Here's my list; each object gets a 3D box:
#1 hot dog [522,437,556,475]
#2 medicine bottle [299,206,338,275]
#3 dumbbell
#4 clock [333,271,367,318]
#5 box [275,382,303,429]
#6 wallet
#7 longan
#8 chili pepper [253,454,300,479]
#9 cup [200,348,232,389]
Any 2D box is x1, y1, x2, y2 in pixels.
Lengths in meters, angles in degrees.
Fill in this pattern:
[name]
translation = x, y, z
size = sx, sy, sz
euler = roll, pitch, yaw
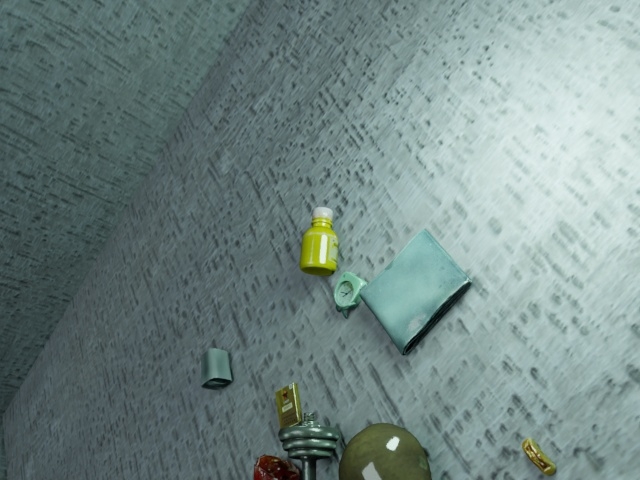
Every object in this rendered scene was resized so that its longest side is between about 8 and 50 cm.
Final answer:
[hot dog]
translation = 0.477, 0.476, 1.326
size = 0.030, 0.034, 0.090
euler = -54, 42, 15
[medicine bottle]
translation = 0.000, 0.000, 1.976
size = 0.122, 0.122, 0.212
euler = -13, 64, 43
[dumbbell]
translation = -0.030, 0.687, 1.671
size = 0.179, 0.179, 0.406
euler = -24, 57, 39
[clock]
translation = 0.085, 0.170, 1.873
size = 0.101, 0.041, 0.135
euler = 34, 100, 48
[box]
translation = -0.102, 0.535, 1.930
size = 0.090, 0.023, 0.133
euler = -35, 51, 31
[wallet]
translation = 0.258, 0.138, 1.693
size = 0.290, 0.054, 0.251
euler = -52, 45, 16
[longan]
translation = 0.165, 0.575, 1.481
size = 0.248, 0.248, 0.248
euler = -21, 59, 40
[chili pepper]
translation = -0.144, 0.793, 1.817
size = 0.144, 0.136, 0.252
euler = 8, 89, 3
[cup]
translation = -0.394, 0.484, 2.215
size = 0.128, 0.095, 0.129
euler = -39, 46, 32
